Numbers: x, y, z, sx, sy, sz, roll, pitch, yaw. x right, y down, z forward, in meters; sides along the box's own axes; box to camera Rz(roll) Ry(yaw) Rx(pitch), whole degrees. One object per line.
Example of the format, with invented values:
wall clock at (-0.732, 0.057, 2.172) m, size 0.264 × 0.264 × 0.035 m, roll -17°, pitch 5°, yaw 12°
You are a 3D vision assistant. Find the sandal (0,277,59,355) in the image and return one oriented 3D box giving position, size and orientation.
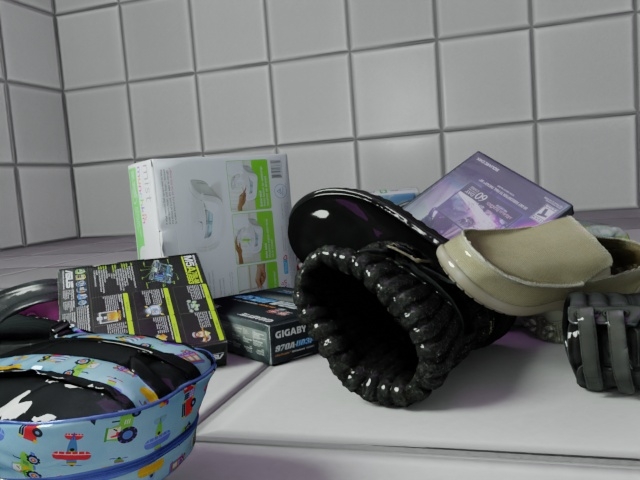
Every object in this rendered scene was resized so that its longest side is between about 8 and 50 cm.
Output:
sandal at (-0.428, 0.105, 0.873) m, size 0.445 × 0.107 × 0.167 m, roll -2°, pitch 6°, yaw 19°

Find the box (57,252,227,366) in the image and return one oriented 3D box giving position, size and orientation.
box at (-0.225, 0.092, 0.764) m, size 0.184 × 0.045 × 0.191 m, roll -5°, pitch 35°, yaw -22°

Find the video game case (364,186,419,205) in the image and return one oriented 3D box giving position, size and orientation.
video game case at (0.072, 0.008, 1.083) m, size 0.193 × 0.213 × 0.023 m, roll -5°, pitch 36°, yaw -4°

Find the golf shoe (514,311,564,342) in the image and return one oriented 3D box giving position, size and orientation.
golf shoe at (0.285, 0.085, 0.781) m, size 0.086 × 0.069 × 0.176 m, roll 0°, pitch 4°, yaw -27°

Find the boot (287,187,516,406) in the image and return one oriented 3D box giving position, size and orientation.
boot at (0.037, 0.036, 0.702) m, size 0.348 × 0.131 × 0.260 m, roll 25°, pitch 21°, yaw 33°

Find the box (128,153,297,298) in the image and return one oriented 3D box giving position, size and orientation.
box at (-0.166, -0.001, 0.985) m, size 0.231 × 0.262 × 0.126 m, roll -9°, pitch 6°, yaw -32°

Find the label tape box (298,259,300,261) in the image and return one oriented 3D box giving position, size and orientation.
label tape box at (0.000, 0.000, 1.379) m, size 0.333 × 0.106 × 0.240 m, roll 3°, pitch -1°, yaw 5°

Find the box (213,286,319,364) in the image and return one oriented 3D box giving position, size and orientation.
box at (-0.059, 0.109, 0.848) m, size 0.175 × 0.051 × 0.220 m, roll -8°, pitch 7°, yaw -38°

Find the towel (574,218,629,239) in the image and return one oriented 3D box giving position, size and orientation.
towel at (0.449, 0.002, 1.424) m, size 0.374 × 0.090 × 0.320 m, roll -5°, pitch 8°, yaw -4°

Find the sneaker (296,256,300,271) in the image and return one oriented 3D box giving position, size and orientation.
sneaker at (-0.066, 0.039, 1.183) m, size 0.087 × 0.128 × 0.221 m, roll -5°, pitch 6°, yaw -10°

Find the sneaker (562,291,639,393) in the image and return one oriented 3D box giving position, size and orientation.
sneaker at (0.292, 0.095, 0.499) m, size 0.146 × 0.105 × 0.296 m, roll -6°, pitch -1°, yaw 2°

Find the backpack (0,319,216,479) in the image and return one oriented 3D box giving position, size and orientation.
backpack at (-0.157, 0.124, 0.410) m, size 0.173 × 0.117 × 0.158 m, roll -3°, pitch 5°, yaw 23°

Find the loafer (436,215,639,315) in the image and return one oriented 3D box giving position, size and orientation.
loafer at (0.241, 0.019, 0.646) m, size 0.268 × 0.092 × 0.102 m, roll 7°, pitch 32°, yaw -29°

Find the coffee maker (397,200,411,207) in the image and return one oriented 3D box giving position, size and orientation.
coffee maker at (0.194, 0.039, 0.986) m, size 0.120 × 0.171 × 0.178 m, roll -32°, pitch 39°, yaw -21°

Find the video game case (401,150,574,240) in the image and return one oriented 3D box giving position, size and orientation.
video game case at (0.189, -0.008, 0.888) m, size 0.274 × 0.026 × 0.196 m, roll -36°, pitch 42°, yaw -7°
